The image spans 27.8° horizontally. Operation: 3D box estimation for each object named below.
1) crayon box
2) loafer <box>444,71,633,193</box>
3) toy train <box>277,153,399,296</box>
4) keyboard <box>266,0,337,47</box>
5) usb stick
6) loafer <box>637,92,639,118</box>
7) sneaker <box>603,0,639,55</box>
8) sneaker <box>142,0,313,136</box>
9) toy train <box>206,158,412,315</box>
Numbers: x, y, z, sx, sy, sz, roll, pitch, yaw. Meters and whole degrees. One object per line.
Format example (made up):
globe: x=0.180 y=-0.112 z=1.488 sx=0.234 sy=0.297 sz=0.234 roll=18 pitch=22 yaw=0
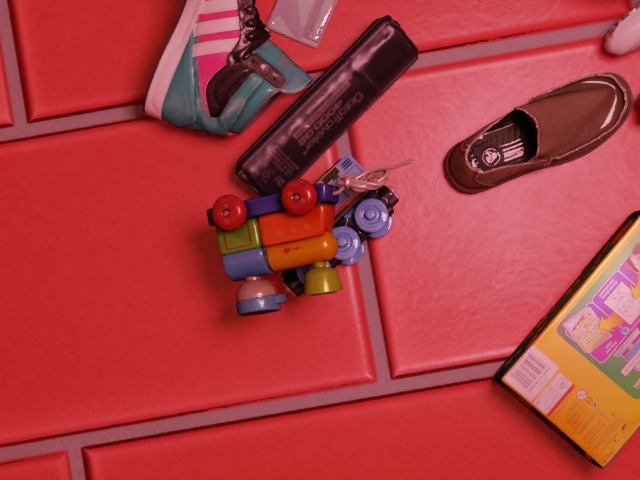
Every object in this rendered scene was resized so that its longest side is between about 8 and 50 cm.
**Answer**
crayon box: x=0.366 y=0.118 z=1.583 sx=0.165 sy=0.081 sz=0.278 roll=41 pitch=89 yaw=2
loafer: x=0.275 y=-0.131 z=1.592 sx=0.251 sy=0.087 sz=0.094 roll=-29 pitch=87 yaw=0
toy train: x=0.010 y=-0.016 z=1.600 sx=0.184 sy=0.080 sz=0.105 roll=-43 pitch=78 yaw=1
keyboard: x=0.012 y=-0.375 z=1.647 sx=0.072 sy=0.014 sz=0.256 roll=23 pitch=88 yaw=7
usb stick: x=0.009 y=-0.164 z=1.615 sx=0.278 sy=0.045 sz=0.077 roll=-45 pitch=116 yaw=-1
loafer: x=0.505 y=-0.106 z=1.581 sx=0.268 sy=0.102 sz=0.092 roll=26 pitch=82 yaw=1
sneaker: x=0.462 y=-0.288 z=1.601 sx=0.235 sy=0.090 sz=0.095 roll=-33 pitch=97 yaw=1
sneaker: x=-0.083 y=-0.250 z=1.568 sx=0.178 sy=0.124 sz=0.295 roll=26 pitch=108 yaw=2
toy train: x=0.000 y=0.000 z=1.509 sx=0.248 sy=0.105 sz=0.143 roll=-12 pitch=86 yaw=15
